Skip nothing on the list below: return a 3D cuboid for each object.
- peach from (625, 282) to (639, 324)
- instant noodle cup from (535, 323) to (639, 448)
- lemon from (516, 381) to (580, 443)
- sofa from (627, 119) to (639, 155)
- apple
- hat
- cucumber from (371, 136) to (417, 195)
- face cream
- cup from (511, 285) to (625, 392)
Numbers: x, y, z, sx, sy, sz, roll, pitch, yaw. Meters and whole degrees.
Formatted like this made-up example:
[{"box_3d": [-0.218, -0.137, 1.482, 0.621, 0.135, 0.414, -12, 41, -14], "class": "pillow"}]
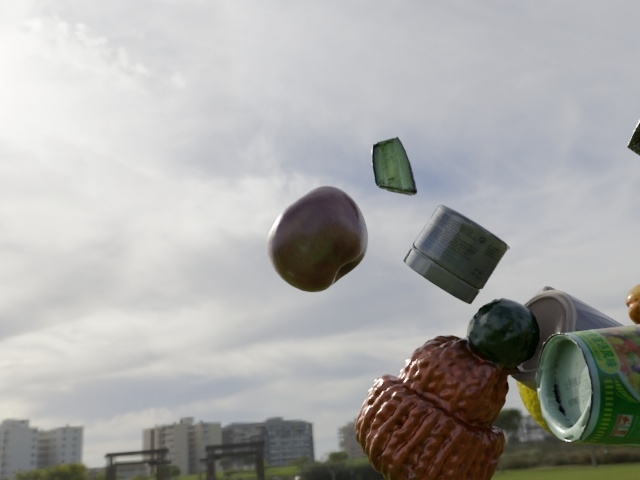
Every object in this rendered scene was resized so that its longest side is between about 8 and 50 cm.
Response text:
[{"box_3d": [0.884, 0.171, 1.664, 0.138, 0.138, 0.138, -4, -20, -2], "class": "peach"}, {"box_3d": [0.434, 0.194, 0.848, 0.233, 0.207, 0.207, 2, -21, -7], "class": "instant noodle cup"}, {"box_3d": [0.693, 0.381, 1.699, 0.336, 0.336, 0.336, -4, -20, -2], "class": "lemon"}, {"box_3d": [0.546, -0.186, 0.999, 0.039, 0.060, 0.118, -25, -37, -26], "class": "sofa"}, {"box_3d": [0.000, 0.000, 1.746, 0.306, 0.235, 0.305, -39, -16, -14], "class": "apple"}, {"box_3d": [0.244, 0.284, 1.206, 0.285, 0.400, 0.285, 19, 9, -3], "class": "hat"}, {"box_3d": [0.219, -0.210, 1.869, 0.115, 0.193, 0.086, -17, -16, 19], "class": "cucumber"}, {"box_3d": [0.289, 0.027, 1.335, 0.177, 0.177, 0.153, 23, -77, -53], "class": "face cream"}, {"box_3d": [0.543, 0.219, 1.277, 0.273, 0.288, 0.208, 28, -31, -16], "class": "cup"}]
